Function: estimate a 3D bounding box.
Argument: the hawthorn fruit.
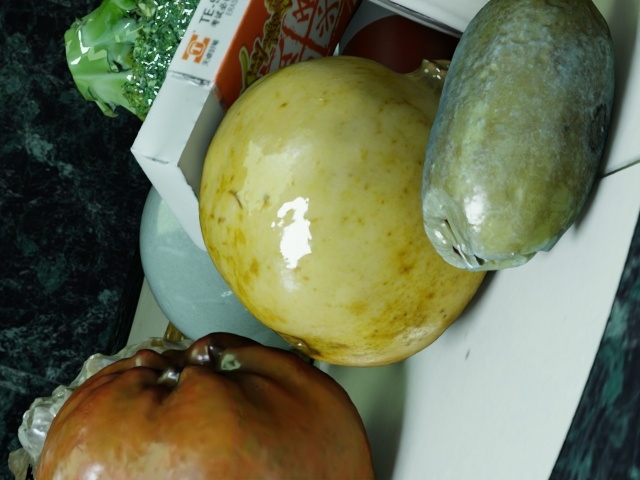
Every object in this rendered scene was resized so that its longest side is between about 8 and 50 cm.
[{"bbox_3d":[-0.071,0.190,1.098,0.224,0.224,0.261,-109,15,-72],"label":"hawthorn fruit"}]

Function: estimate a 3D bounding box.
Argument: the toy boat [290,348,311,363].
[{"bbox_3d":[-0.050,0.154,1.384,0.077,0.057,0.200,-171,99,-72],"label":"toy boat"}]

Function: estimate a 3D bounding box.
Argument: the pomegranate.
[{"bbox_3d":[0.025,-0.029,1.009,0.196,0.196,0.196,-162,90,-79],"label":"pomegranate"}]

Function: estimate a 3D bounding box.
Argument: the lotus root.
[{"bbox_3d":[0.107,-0.074,0.909,0.113,0.088,0.192,124,162,-74],"label":"lotus root"}]

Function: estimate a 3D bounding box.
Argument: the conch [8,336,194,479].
[{"bbox_3d":[-0.178,0.253,1.507,0.297,0.210,0.352,99,-178,-49],"label":"conch"}]

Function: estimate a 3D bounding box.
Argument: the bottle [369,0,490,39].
[{"bbox_3d":[0.105,-0.248,1.059,0.147,0.147,0.236,-136,69,-77],"label":"bottle"}]

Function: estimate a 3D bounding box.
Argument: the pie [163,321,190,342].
[{"bbox_3d":[-0.119,0.130,1.706,0.163,0.079,0.193,-151,79,-75],"label":"pie"}]

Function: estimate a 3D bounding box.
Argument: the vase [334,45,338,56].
[{"bbox_3d":[-0.065,-0.249,1.457,0.143,0.299,0.143,-162,90,-78],"label":"vase"}]

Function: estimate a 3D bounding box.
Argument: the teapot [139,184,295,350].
[{"bbox_3d":[-0.024,0.006,1.233,0.251,0.183,0.183,18,90,69],"label":"teapot"}]

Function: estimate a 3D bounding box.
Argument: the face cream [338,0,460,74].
[{"bbox_3d":[0.060,-0.129,1.195,0.214,0.096,0.096,-88,19,-53],"label":"face cream"}]

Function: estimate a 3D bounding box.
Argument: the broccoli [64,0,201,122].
[{"bbox_3d":[-0.110,-0.180,1.648,0.308,0.275,0.308,-11,-90,-71],"label":"broccoli"}]

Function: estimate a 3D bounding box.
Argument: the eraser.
[{"bbox_3d":[-0.040,-0.117,1.091,0.157,0.038,0.230,63,-133,-64],"label":"eraser"}]
